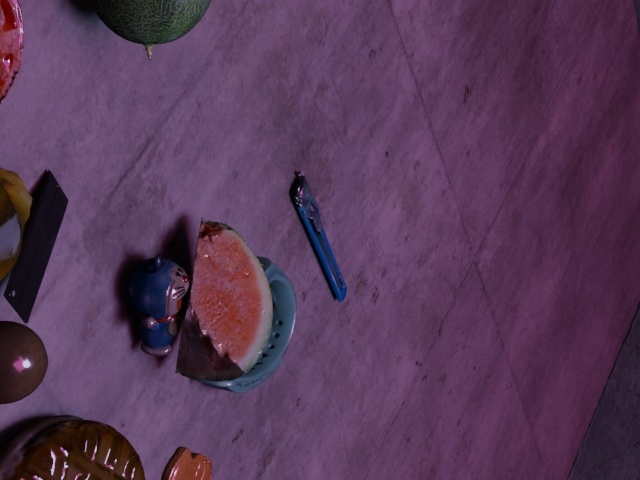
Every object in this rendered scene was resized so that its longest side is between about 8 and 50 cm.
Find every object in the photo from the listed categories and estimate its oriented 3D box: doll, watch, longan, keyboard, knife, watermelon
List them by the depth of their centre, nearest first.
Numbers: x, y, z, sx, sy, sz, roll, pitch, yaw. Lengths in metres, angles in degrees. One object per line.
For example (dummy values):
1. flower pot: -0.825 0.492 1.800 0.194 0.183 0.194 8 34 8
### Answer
1. longan: -0.391 0.150 1.736 0.119 0.106 0.106 -24 131 -6
2. keyboard: -0.351 0.006 1.782 0.064 0.010 0.198 67 27 -47
3. doll: -0.226 0.085 2.007 0.114 0.085 0.152 -76 171 -59
4. watermelon: -0.153 0.101 2.081 0.128 0.146 0.231 17 59 -21
5. watch: -0.118 0.137 2.233 0.237 0.068 0.195 -45 138 -50
6. knife: 0.002 0.000 2.433 0.297 0.026 0.044 67 32 -44

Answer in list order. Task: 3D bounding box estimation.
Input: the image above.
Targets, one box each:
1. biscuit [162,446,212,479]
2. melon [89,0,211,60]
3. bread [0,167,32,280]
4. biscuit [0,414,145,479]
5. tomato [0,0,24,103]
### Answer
1. biscuit: -0.201 0.373 2.201 0.130 0.019 0.102 51 57 -54
2. melon: -0.211 -0.368 1.791 0.182 0.182 0.288 -14 109 -58
3. bread: -0.413 -0.024 1.645 0.233 0.088 0.161 23 74 -62
4. biscuit: -0.346 0.388 1.873 0.332 0.103 0.332 -24 118 -55
5. tomato: -0.425 -0.215 1.548 0.236 0.095 0.237 -4 94 -62
